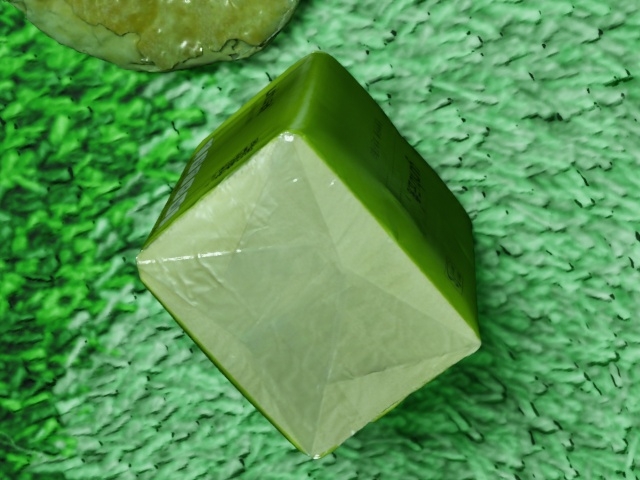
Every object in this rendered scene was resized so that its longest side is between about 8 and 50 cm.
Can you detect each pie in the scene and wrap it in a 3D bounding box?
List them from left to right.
[{"bbox_3d":[-0.121,-0.263,1.328,0.306,0.071,0.306,1,112,4],"label":"pie"}]

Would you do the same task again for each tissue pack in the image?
[{"bbox_3d":[0.000,0.000,1.299,0.167,0.275,0.200,-38,101,15],"label":"tissue pack"}]
